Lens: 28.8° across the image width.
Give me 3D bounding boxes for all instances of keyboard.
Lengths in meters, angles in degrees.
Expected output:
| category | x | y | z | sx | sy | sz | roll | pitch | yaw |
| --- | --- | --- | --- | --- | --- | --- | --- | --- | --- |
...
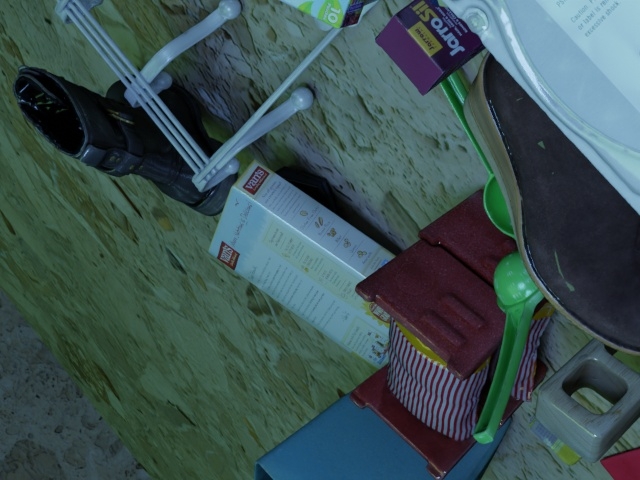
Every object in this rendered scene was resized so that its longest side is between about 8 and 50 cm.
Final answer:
| category | x | y | z | sx | sy | sz | roll | pitch | yaw |
| --- | --- | --- | --- | --- | --- | --- | --- | --- | --- |
| keyboard | 0.000 | 0.000 | 1.324 | 0.108 | 0.023 | 0.180 | 16 | 138 | 43 |

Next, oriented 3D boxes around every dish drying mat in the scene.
| category | x | y | z | sx | sy | sz | roll | pitch | yaw |
| --- | --- | --- | --- | --- | --- | --- | --- | --- | --- |
| dish drying mat | 0.282 | 0.204 | 1.121 | 0.032 | 0.008 | 0.083 | 51 | 157 | 4 |

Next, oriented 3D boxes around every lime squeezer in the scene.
| category | x | y | z | sx | sy | sz | roll | pitch | yaw |
| --- | --- | --- | --- | --- | --- | --- | --- | --- | --- |
| lime squeezer | 0.140 | -0.001 | 0.929 | 0.058 | 0.311 | 0.110 | -16 | 158 | 29 |

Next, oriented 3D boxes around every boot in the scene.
| category | x | y | z | sx | sy | sz | roll | pitch | yaw |
| --- | --- | --- | --- | --- | --- | --- | --- | --- | --- |
| boot | 0.198 | -0.038 | 0.822 | 0.248 | 0.090 | 0.207 | 55 | 159 | 1 |
| boot | -0.216 | -0.130 | 1.271 | 0.229 | 0.091 | 0.263 | 21 | -164 | -47 |

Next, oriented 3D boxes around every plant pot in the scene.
| category | x | y | z | sx | sy | sz | roll | pitch | yaw |
| --- | --- | --- | --- | --- | --- | --- | --- | --- | --- |
| plant pot | 0.073 | 0.237 | 1.261 | 0.165 | 0.234 | 0.165 | 44 | 155 | 19 |

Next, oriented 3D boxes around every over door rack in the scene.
| category | x | y | z | sx | sy | sz | roll | pitch | yaw |
| --- | --- | --- | --- | --- | --- | --- | --- | --- | --- |
| over door rack | -0.092 | -0.215 | 1.103 | 0.239 | 0.108 | 0.324 | 50 | 142 | 3 |

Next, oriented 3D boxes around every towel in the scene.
| category | x | y | z | sx | sy | sz | roll | pitch | yaw |
| --- | --- | --- | --- | --- | --- | --- | --- | --- | --- |
| towel | 0.230 | 0.182 | 1.181 | 0.060 | 0.009 | 0.083 | 46 | 156 | 14 |

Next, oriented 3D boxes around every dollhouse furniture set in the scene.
| category | x | y | z | sx | sy | sz | roll | pitch | yaw |
| --- | --- | --- | --- | --- | --- | --- | --- | --- | --- |
| dollhouse furniture set | 0.206 | 0.152 | 1.002 | 0.374 | 0.152 | 0.201 | 39 | 154 | 26 |

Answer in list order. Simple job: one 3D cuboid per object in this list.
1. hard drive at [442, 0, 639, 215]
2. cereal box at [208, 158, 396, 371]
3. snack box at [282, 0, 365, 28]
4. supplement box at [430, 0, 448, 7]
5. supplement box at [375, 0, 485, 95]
| category | x | y | z | sx | sy | sz | roll | pitch | yaw |
| --- | --- | --- | --- | --- | --- | --- | --- | --- | --- |
| hard drive | 0.159 | -0.180 | 0.650 | 0.339 | 0.064 | 0.237 | 50 | 140 | 7 |
| cereal box | 0.004 | 0.033 | 1.262 | 0.240 | 0.047 | 0.173 | 36 | 154 | 2 |
| snack box | -0.022 | -0.232 | 0.922 | 0.141 | 0.037 | 0.100 | 29 | 119 | 17 |
| supplement box | 0.107 | -0.196 | 0.804 | 0.083 | 0.056 | 0.083 | 22 | 142 | 47 |
| supplement box | 0.089 | -0.150 | 0.870 | 0.055 | 0.083 | 0.043 | 50 | 157 | 2 |
